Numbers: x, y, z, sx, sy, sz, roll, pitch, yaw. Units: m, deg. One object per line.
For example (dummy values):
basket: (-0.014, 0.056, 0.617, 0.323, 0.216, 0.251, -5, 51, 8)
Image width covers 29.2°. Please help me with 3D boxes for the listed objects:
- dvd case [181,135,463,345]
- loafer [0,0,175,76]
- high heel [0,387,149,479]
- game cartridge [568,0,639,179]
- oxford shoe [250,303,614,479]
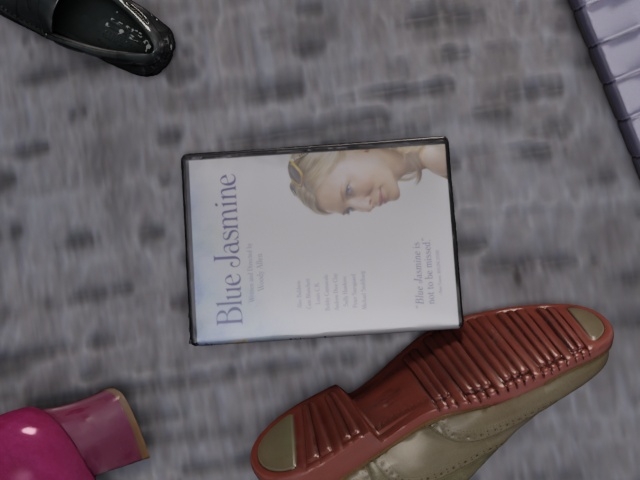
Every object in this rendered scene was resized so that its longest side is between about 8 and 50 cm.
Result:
dvd case: (0.000, 0.000, 1.141, 0.253, 0.022, 0.180, -4, 83, 1)
loafer: (-0.236, -0.219, 1.119, 0.223, 0.078, 0.076, 27, 92, -1)
high heel: (-0.198, 0.325, 1.085, 0.181, 0.127, 0.377, -17, 77, -42)
game cartridge: (0.424, -0.215, 1.126, 0.355, 0.068, 0.230, -23, 96, 1)
oxford shoe: (0.114, 0.169, 1.135, 0.348, 0.123, 0.130, -23, 119, 0)
